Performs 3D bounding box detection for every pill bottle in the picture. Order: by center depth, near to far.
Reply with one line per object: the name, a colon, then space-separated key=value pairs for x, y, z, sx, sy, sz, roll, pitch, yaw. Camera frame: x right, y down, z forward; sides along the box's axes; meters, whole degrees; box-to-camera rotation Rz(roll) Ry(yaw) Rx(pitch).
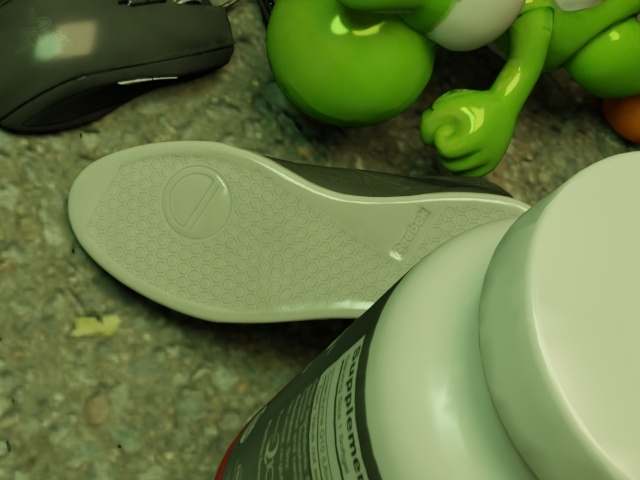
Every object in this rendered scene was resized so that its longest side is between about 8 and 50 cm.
pill bottle: x=0.092 y=0.113 z=0.812 sx=0.210 sy=0.363 sz=0.210 roll=11 pitch=61 yaw=-20

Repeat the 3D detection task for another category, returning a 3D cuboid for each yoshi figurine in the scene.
yoshi figurine: x=0.100 y=-0.147 z=1.082 sx=0.362 sy=0.204 sz=0.203 roll=2 pitch=103 yaw=-45

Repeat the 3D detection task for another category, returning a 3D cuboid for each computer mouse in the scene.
computer mouse: x=-0.124 y=-0.177 z=1.045 sx=0.262 sy=0.060 sz=0.184 roll=-17 pitch=74 yaw=-31

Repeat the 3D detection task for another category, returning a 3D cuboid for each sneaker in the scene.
sneaker: x=0.000 y=0.000 z=0.999 sx=0.296 sy=0.147 sz=0.104 roll=7 pitch=91 yaw=10
